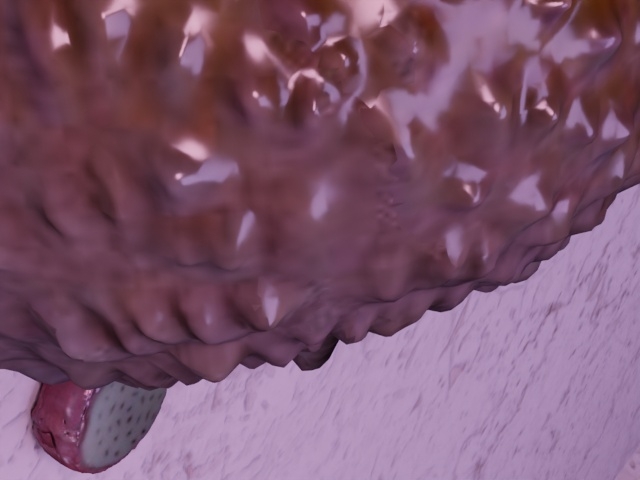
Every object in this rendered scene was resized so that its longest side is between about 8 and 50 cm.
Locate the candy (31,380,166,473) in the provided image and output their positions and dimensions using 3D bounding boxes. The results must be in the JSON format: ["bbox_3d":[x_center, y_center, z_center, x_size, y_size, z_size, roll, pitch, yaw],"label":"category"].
[{"bbox_3d":[-0.143,0.102,1.048,0.103,0.043,0.103,-42,148,-35],"label":"candy"}]

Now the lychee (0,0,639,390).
[{"bbox_3d":[-0.040,-0.130,0.629,0.380,0.380,0.432,-44,131,-36],"label":"lychee"}]
